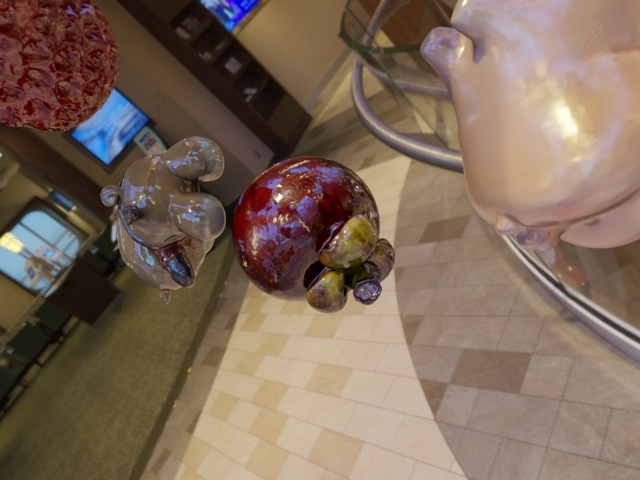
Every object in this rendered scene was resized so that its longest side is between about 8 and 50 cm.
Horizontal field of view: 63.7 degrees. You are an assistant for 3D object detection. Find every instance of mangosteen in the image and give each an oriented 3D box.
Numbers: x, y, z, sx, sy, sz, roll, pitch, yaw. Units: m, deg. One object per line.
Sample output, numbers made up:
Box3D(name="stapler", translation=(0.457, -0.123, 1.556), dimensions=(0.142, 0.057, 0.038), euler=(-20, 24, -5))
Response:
Box3D(name="mangosteen", translation=(0.000, 0.000, 0.701), dimensions=(0.215, 0.215, 0.257), euler=(-49, 42, -4))

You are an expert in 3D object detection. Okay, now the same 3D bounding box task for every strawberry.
Box3D(name="strawberry", translation=(-0.424, -0.276, 0.642), dimensions=(0.295, 0.345, 0.318), euler=(2, 63, 56))

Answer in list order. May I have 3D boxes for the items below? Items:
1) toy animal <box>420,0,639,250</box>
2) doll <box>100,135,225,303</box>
Box3D(name="toy animal", translation=(0.224, -0.151, 0.470), dimensions=(0.237, 0.269, 0.327), euler=(152, 137, -81))
Box3D(name="doll", translation=(-0.250, -0.030, 0.824), dimensions=(0.330, 0.174, 0.235), euler=(132, 130, -64))
